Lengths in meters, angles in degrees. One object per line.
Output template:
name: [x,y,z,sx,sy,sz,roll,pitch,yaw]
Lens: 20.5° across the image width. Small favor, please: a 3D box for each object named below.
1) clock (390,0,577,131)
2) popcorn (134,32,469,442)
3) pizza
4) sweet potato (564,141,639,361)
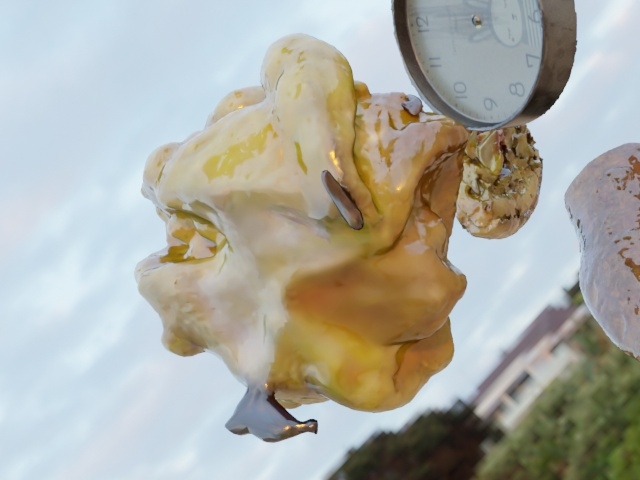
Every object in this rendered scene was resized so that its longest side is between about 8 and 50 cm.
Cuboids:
clock: [0.148,-0.207,1.663,0.042,0.215,0.215,-18,-29,-36]
popcorn: [0.000,0.000,1.462,0.316,0.297,0.281,-40,8,29]
pizza: [0.203,-0.133,2.107,0.074,0.287,0.251,-16,-12,22]
sweet potato: [0.324,0.055,1.733,0.131,0.336,0.131,-4,-46,-4]
